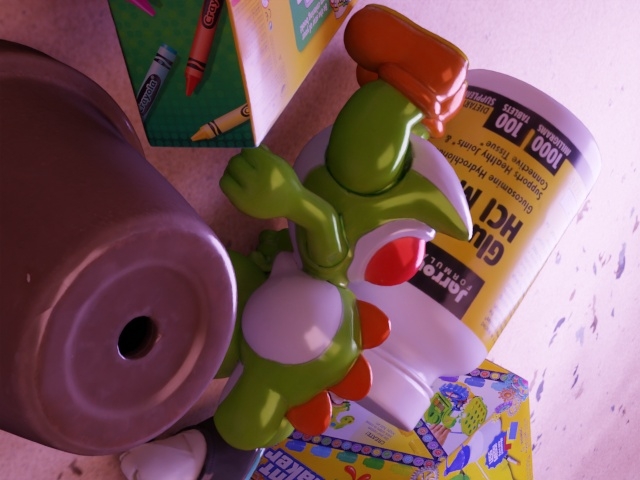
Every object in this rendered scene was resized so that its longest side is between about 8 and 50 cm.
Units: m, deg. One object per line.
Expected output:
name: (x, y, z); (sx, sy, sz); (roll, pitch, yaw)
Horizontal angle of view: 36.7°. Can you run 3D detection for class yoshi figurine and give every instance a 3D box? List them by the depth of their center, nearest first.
yoshi figurine: (-0.025, -0.012, 0.805); (0.203, 0.203, 0.362); (27, 88, -31)

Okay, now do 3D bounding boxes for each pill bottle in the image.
pill bottle: (0.120, 0.011, 0.959); (0.334, 0.188, 0.188); (-56, 139, -12)

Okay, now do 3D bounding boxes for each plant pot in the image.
plant pot: (-0.177, 0.020, 0.614); (0.263, 0.229, 0.263); (-24, 126, -39)

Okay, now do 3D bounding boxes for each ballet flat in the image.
ballet flat: (-0.156, 0.248, 0.858); (0.280, 0.095, 0.096); (-53, 126, -14)

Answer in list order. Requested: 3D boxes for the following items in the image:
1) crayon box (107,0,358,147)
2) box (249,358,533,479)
crayon box: (-0.047, -0.203, 0.667); (0.278, 0.081, 0.165); (-63, 150, -50)
box: (0.086, 0.302, 1.078); (0.279, 0.177, 0.290); (-35, 131, -29)
